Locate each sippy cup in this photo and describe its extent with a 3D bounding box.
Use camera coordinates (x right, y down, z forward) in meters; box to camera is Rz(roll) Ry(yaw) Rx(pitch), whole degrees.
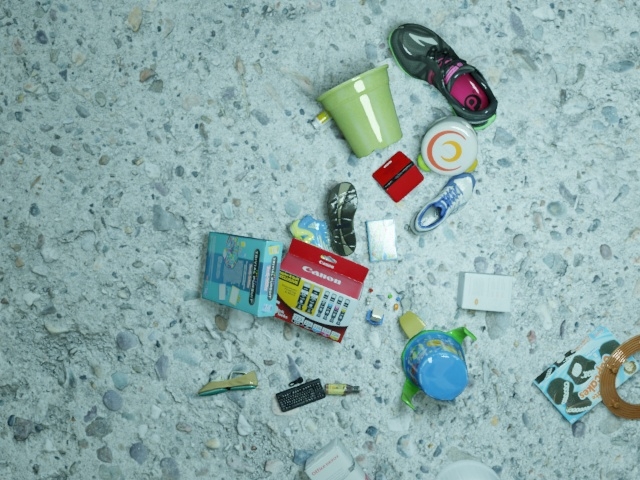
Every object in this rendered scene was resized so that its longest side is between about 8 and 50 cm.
[{"bbox_3d":[0.414,0.448,1.706,0.240,0.224,0.306,6,91,3],"label":"sippy cup"}]

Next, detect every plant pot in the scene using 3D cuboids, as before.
[{"bbox_3d":[0.160,-0.439,1.711,0.276,0.276,0.254,-24,101,4],"label":"plant pot"},{"bbox_3d":[0.333,0.304,1.784,0.081,0.081,0.083,-39,75,4],"label":"plant pot"}]

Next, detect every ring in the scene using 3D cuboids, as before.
[{"bbox_3d":[1.144,0.483,1.707,0.336,0.032,0.337,-2,104,-7],"label":"ring"}]

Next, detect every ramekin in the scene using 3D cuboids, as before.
[{"bbox_3d":[0.546,0.956,1.749,0.277,0.135,0.277,0,90,4],"label":"ramekin"}]

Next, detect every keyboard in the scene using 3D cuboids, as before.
[{"bbox_3d":[-0.080,0.576,1.841,0.180,0.023,0.108,-21,89,3],"label":"keyboard"}]

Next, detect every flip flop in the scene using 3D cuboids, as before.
[{"bbox_3d":[0.085,-0.080,1.799,0.112,0.080,0.277,-6,106,-1],"label":"flip flop"}]

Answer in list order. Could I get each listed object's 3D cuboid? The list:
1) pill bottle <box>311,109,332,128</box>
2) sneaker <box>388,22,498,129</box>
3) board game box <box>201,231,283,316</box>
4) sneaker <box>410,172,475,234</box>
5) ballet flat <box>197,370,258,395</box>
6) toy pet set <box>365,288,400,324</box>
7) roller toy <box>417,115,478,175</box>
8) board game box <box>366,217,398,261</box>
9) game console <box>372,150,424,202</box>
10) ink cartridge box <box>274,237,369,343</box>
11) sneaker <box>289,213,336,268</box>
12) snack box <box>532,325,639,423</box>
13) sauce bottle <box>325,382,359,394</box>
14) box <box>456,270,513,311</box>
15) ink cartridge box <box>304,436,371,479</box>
[{"bbox_3d":[0.008,-0.453,1.809,0.083,0.043,0.043,-38,88,3],"label":"pill bottle"},{"bbox_3d":[0.448,-0.598,1.698,0.483,0.202,0.185,42,93,2],"label":"sneaker"},{"bbox_3d":[-0.284,0.111,1.726,0.336,0.079,0.254,9,92,43],"label":"board game box"},{"bbox_3d":[0.452,-0.128,1.742,0.112,0.131,0.296,43,92,4],"label":"sneaker"},{"bbox_3d":[-0.351,0.540,1.844,0.232,0.080,0.073,-8,62,1],"label":"ballet flat"},{"bbox_3d":[0.222,0.256,1.810,0.122,0.065,0.114,18,57,1],"label":"toy pet set"},{"bbox_3d":[0.459,-0.336,1.713,0.209,0.146,0.191,10,118,13],"label":"roller toy"},{"bbox_3d":[0.229,-0.001,1.810,0.103,0.026,0.154,-5,90,4],"label":"board game box"},{"bbox_3d":[0.289,-0.237,1.809,0.144,0.085,0.124,-41,57,3],"label":"game console"},{"bbox_3d":[-0.016,0.177,1.729,0.309,0.130,0.272,21,117,4],"label":"ink cartridge box"},{"bbox_3d":[0.000,0.000,1.794,0.126,0.091,0.240,-44,88,2],"label":"sneaker"},{"bbox_3d":[0.958,0.483,1.750,0.322,0.060,0.187,-42,90,3],"label":"snack box"},{"bbox_3d":[0.083,0.557,1.821,0.128,0.042,0.042,-1,91,2],"label":"sauce bottle"},{"bbox_3d":[0.592,0.183,1.756,0.170,0.091,0.130,5,92,4],"label":"box"},{"bbox_3d":[0.066,0.873,1.801,0.158,0.092,0.218,-38,90,3],"label":"ink cartridge box"}]
